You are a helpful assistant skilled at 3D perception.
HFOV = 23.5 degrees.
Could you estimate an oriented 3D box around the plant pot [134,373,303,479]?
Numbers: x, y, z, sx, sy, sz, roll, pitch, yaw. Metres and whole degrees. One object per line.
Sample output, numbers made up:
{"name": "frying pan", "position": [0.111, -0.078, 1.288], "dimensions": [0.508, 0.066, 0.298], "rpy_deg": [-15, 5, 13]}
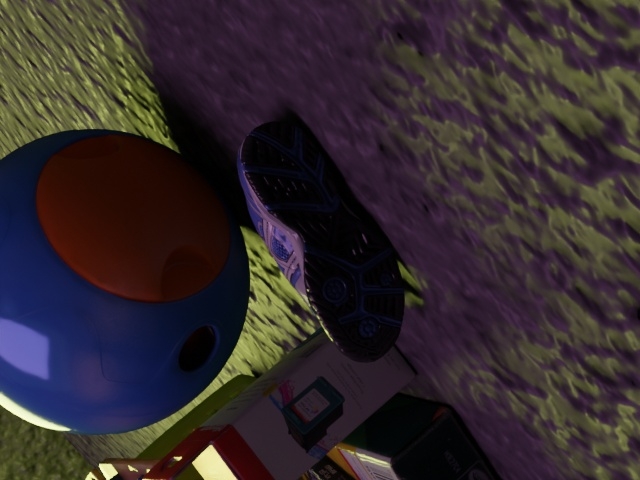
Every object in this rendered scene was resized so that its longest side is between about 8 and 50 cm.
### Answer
{"name": "plant pot", "position": [-0.068, 0.304, 1.739], "dimensions": [0.227, 0.228, 0.207], "rpy_deg": [57, 154, -14]}

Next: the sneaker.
{"name": "sneaker", "position": [0.000, 0.000, 1.232], "dimensions": [0.211, 0.080, 0.081], "rpy_deg": [64, 166, -8]}

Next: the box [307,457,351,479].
{"name": "box", "position": [0.022, 0.245, 1.467], "dimensions": [0.083, 0.018, 0.067], "rpy_deg": [35, 155, 40]}

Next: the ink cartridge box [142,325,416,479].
{"name": "ink cartridge box", "position": [-0.040, 0.167, 1.380], "dimensions": [0.078, 0.231, 0.134], "rpy_deg": [52, 162, -4]}

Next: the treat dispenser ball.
{"name": "treat dispenser ball", "position": [-0.210, 0.039, 1.446], "dimensions": [0.288, 0.288, 0.288], "rpy_deg": [44, 161, 20]}

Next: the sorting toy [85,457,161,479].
{"name": "sorting toy", "position": [-0.188, 0.298, 1.634], "dimensions": [0.274, 0.046, 0.132], "rpy_deg": [-11, 111, 56]}

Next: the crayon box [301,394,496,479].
{"name": "crayon box", "position": [0.075, 0.243, 1.496], "dimensions": [0.202, 0.081, 0.318], "rpy_deg": [56, 161, -15]}
